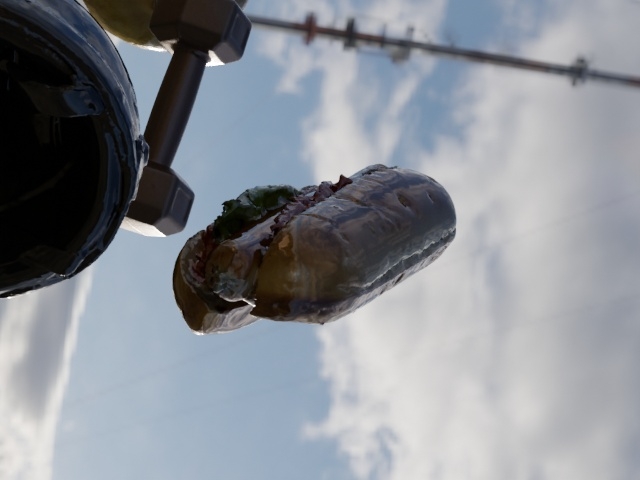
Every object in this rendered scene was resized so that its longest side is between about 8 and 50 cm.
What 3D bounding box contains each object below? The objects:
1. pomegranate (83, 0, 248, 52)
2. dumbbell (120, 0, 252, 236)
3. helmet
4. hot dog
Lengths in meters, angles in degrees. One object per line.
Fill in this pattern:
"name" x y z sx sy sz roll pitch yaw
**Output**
"pomegranate" -0.180 -0.334 1.733 0.233 0.233 0.233 -174 -90 -70
"dumbbell" -0.134 -0.120 1.351 0.092 0.082 0.231 50 55 -66
"helmet" -0.251 -0.093 1.018 0.160 0.278 0.231 -79 -178 -58
"hot dog" 0.000 0.000 0.707 0.235 0.092 0.062 -27 112 -69
